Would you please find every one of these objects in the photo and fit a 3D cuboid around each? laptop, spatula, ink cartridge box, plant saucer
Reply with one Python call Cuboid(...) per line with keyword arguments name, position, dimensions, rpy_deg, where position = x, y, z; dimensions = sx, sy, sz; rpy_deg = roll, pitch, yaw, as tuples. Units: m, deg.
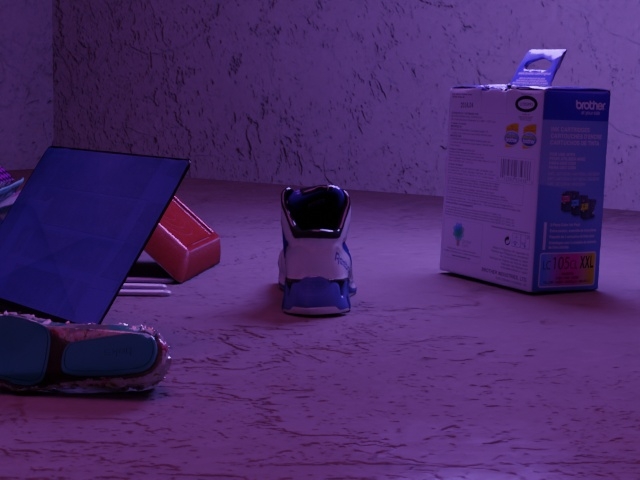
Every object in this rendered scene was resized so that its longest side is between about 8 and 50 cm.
Cuboid(name="laptop", position=(-0.434, 0.009, 1.495), dimensions=(0.408, 0.236, 0.382), rpy_deg=(-5, 9, -39))
Cuboid(name="spatula", position=(-0.356, 0.067, 1.903), dimensions=(0.242, 0.019, 0.168), rpy_deg=(0, 7, -4))
Cuboid(name="ink cartridge box", position=(0.343, -0.126, 2.020), dimensions=(0.151, 0.395, 0.270), rpy_deg=(-3, 9, -29))
Cuboid(name="plant saucer", position=(-0.288, -0.047, 2.079), dimensions=(0.259, 0.047, 0.258), rpy_deg=(43, 12, 3))

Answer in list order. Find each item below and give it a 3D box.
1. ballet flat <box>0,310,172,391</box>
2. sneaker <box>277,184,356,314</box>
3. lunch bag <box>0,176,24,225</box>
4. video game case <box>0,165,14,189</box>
Cuboid(name="ballet flat", position=(-0.274, 0.129, 1.276), dimensions=(0.241, 0.091, 0.077), rpy_deg=(6, -22, 8))
Cuboid(name="sneaker", position=(0.000, 0.000, 1.834), dimensions=(0.128, 0.182, 0.315), rpy_deg=(2, 7, -2))
Cuboid(name="lunch bag", position=(-0.505, -0.025, 2.081), dimensions=(0.262, 0.160, 0.223), rpy_deg=(-11, 12, 7))
Cuboid(name="video game case", position=(-0.634, -0.034, 2.039), dimensions=(0.042, 0.210, 0.232), rpy_deg=(44, 5, -5))
